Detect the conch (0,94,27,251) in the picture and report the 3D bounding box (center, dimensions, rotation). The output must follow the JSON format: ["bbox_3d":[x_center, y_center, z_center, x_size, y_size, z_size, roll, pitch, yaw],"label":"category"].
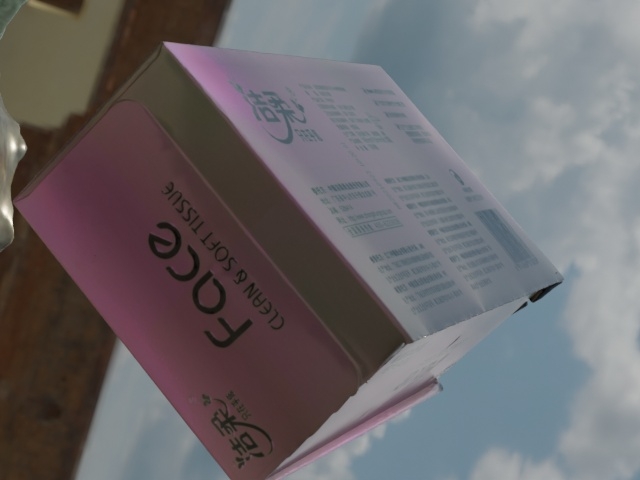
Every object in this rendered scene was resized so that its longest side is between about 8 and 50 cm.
[{"bbox_3d":[-0.154,-0.009,0.324,0.130,0.207,0.155,-21,-115,23],"label":"conch"}]

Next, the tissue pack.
[{"bbox_3d":[0.000,0.000,0.636,0.092,0.148,0.246,-43,168,19],"label":"tissue pack"}]

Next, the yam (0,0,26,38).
[{"bbox_3d":[-0.261,-0.230,0.594,0.241,0.348,0.241,-41,161,-17],"label":"yam"}]
